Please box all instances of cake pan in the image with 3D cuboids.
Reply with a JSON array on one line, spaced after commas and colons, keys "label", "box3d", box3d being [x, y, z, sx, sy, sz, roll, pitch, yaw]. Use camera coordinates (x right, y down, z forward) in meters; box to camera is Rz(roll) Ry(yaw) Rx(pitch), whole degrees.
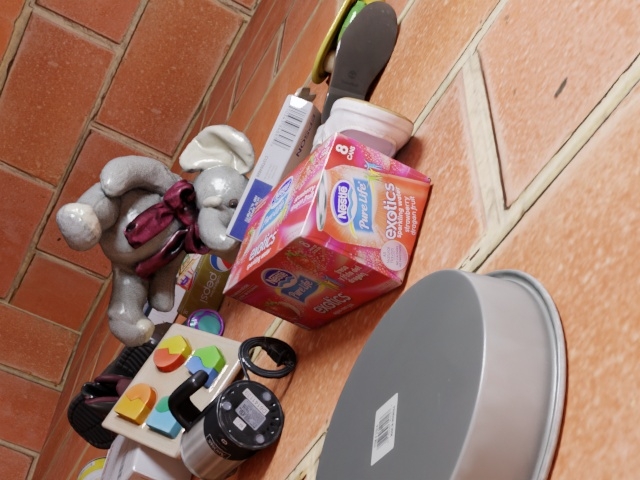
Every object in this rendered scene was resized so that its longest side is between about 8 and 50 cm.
[{"label": "cake pan", "box3d": [0.074, 0.148, 0.731, 0.293, 0.054, 0.293, -57, 17, 29]}]

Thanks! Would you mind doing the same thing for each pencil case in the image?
[{"label": "pencil case", "box3d": [-0.219, 0.166, 1.665, 0.070, 0.064, 0.151, -56, 8, -31]}]

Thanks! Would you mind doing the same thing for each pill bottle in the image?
[{"label": "pill bottle", "box3d": [-0.372, 0.450, 1.669, 0.103, 0.103, 0.184, -65, 15, 1]}]

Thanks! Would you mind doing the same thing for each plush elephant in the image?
[{"label": "plush elephant", "box3d": [-0.211, -0.030, 1.501, 0.330, 0.255, 0.272, -83, -19, -56]}]

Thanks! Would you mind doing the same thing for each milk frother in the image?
[{"label": "milk frother", "box3d": [-0.098, 0.202, 1.180, 0.143, 0.129, 0.135, -22, -15, -38]}]

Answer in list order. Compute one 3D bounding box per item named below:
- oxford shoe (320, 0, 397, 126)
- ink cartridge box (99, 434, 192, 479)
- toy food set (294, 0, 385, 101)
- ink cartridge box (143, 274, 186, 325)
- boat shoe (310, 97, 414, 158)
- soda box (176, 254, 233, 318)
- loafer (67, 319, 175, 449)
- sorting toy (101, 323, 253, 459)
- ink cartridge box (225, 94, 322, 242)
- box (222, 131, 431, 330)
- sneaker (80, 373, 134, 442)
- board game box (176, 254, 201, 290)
[{"label": "oxford shoe", "box3d": [0.047, -0.243, 1.391, 0.076, 0.076, 0.212, 180, 113, -83]}, {"label": "ink cartridge box", "box3d": [-0.269, 0.348, 1.499, 0.219, 0.092, 0.160, -51, 21, 43]}, {"label": "toy food set", "box3d": [0.048, -0.291, 1.485, 0.218, 0.071, 0.128, -62, -8, 6]}, {"label": "ink cartridge box", "box3d": [-0.329, 0.099, 2.144, 0.333, 0.065, 0.165, -60, 16, 17]}, {"label": "boat shoe", "box3d": [0.038, -0.098, 1.160, 0.277, 0.098, 0.096, 149, 144, -80]}, {"label": "soda box", "box3d": [-0.194, 0.061, 1.746, 0.181, 0.061, 0.058, -67, 16, -5]}, {"label": "loafer", "box3d": [-0.374, 0.291, 1.931, 0.366, 0.134, 0.130, -43, 2, 33]}, {"label": "sorting toy", "box3d": [-0.215, 0.210, 1.410, 0.208, 0.038, 0.193, 6, 54, 46]}, {"label": "ink cartridge box", "box3d": [-0.048, -0.086, 1.446, 0.223, 0.045, 0.224, -66, -13, 0]}, {"label": "box", "box3d": [0.000, 0.000, 1.070, 0.257, 0.122, 0.128, -35, 33, 62]}, {"label": "sneaker", "box3d": [-0.366, 0.307, 1.753, 0.281, 0.162, 0.106, -47, 23, 48]}, {"label": "board game box", "box3d": [-0.217, 0.003, 1.892, 0.147, 0.045, 0.193, -48, 20, 16]}]
